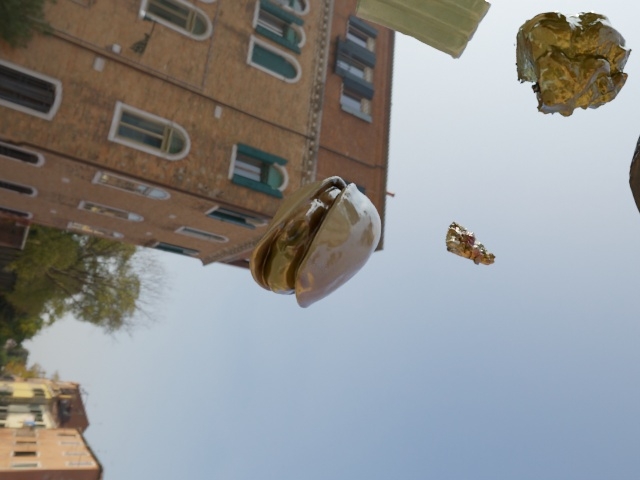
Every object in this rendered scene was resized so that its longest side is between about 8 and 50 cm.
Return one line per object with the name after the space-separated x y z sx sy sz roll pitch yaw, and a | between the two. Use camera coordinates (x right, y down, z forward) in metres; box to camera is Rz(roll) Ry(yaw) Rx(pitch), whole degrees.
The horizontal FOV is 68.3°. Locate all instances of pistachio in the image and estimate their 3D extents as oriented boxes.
0.000 0.000 0.605 0.144 0.144 0.215 -40 -178 45 | pistachio

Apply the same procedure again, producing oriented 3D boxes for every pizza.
0.204 0.004 0.657 0.083 0.078 0.025 50 -54 22 | pizza

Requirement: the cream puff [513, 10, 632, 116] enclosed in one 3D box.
0.343 -0.248 0.643 0.156 0.156 0.121 -111 -166 -46 | cream puff

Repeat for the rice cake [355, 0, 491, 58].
0.193 -0.448 0.903 0.043 0.237 0.127 -70 -175 -60 | rice cake

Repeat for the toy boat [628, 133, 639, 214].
0.650 -0.079 0.838 0.129 0.142 0.309 -22 -85 60 | toy boat
